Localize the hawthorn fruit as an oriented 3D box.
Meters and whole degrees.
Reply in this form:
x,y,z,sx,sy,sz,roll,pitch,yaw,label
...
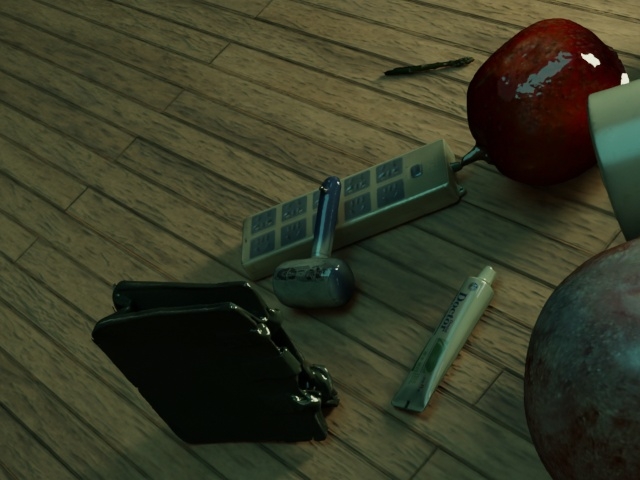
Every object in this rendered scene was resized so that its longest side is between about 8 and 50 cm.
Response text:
x,y,z,sx,sy,sz,roll,pitch,yaw,label
0.289,-0.169,1.741,0.250,0.215,0.215,-40,38,7,hawthorn fruit

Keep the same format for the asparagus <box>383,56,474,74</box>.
x,y,z,sx,sy,sz,roll,pitch,yaw,label
0.167,-0.272,2.076,0.166,0.013,0.016,-3,60,36,asparagus

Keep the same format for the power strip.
x,y,z,sx,sy,sz,roll,pitch,yaw,label
0.045,-0.046,1.915,0.367,0.043,0.106,-22,41,18,power strip

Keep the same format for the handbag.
x,y,z,sx,sy,sz,roll,pitch,yaw,label
-0.131,0.154,1.682,0.260,0.247,0.079,-7,41,34,handbag

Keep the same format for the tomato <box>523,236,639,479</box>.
x,y,z,sx,sy,sz,roll,pitch,yaw,label
0.355,0.145,1.311,0.317,0.282,0.316,-14,36,10,tomato

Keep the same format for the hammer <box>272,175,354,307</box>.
x,y,z,sx,sy,sz,roll,pitch,yaw,label
0.000,0.000,1.846,0.116,0.069,0.194,-4,68,34,hammer

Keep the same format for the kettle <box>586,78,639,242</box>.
x,y,z,sx,sy,sz,roll,pitch,yaw,label
0.476,-0.087,1.420,0.318,0.265,0.205,-20,20,19,kettle

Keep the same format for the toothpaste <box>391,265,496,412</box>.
x,y,z,sx,sy,sz,roll,pitch,yaw,label
0.161,0.122,1.662,0.064,0.041,0.218,6,57,54,toothpaste
